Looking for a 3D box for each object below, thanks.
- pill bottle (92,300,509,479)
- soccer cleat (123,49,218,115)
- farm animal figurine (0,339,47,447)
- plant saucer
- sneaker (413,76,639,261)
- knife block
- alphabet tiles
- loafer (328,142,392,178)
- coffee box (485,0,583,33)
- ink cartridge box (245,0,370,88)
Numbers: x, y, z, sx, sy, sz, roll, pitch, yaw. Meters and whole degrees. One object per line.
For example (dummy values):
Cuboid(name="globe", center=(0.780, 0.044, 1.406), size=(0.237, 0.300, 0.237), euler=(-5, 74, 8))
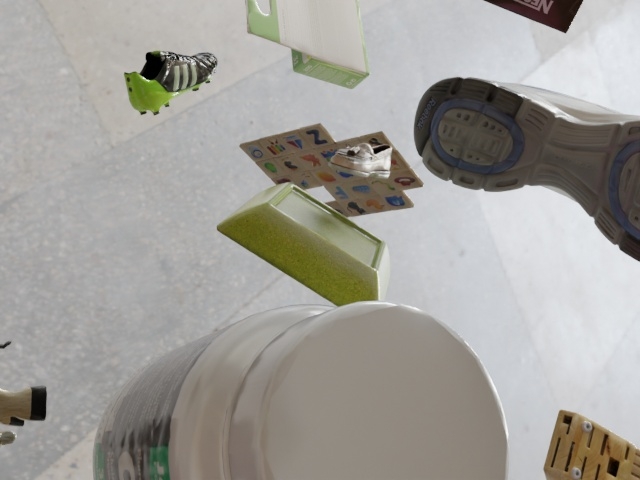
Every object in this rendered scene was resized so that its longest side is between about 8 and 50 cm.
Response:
Cuboid(name="pill bottle", center=(-0.037, 0.160, 0.634), size=(0.204, 0.361, 0.204), euler=(8, 72, -25))
Cuboid(name="soccer cleat", center=(-0.203, -0.238, 1.156), size=(0.179, 0.060, 0.072), euler=(-48, 133, -46))
Cuboid(name="farm animal figurine", center=(-0.316, 0.230, 0.655), size=(0.172, 0.330, 0.326), euler=(11, 54, -33))
Cuboid(name="plant saucer", center=(0.000, 0.000, 0.892), size=(0.188, 0.045, 0.188), euler=(33, 16, 0))
Cuboid(name="sneaker", center=(0.229, -0.070, 0.669), size=(0.129, 0.297, 0.111), euler=(-30, 142, -55))
Cuboid(name="knife block", center=(0.370, 0.347, 1.166), size=(0.276, 0.242, 0.088), euler=(30, 63, -13))
Cuboid(name="alphabet tiles", center=(0.024, -0.100, 1.228), size=(0.198, 0.237, 0.009), euler=(46, 51, -36))
Cuboid(name="loafer", center=(0.047, -0.094, 0.930), size=(0.125, 0.045, 0.039), euler=(-3, 113, -64))
Cuboid(name="coffee box", center=(0.278, -0.384, 0.950), size=(0.141, 0.246, 0.098), euler=(23, 33, 2))
Cuboid(name="ink cartridge box", center=(-0.034, -0.347, 1.296), size=(0.235, 0.056, 0.171), euler=(9, 65, -36))
